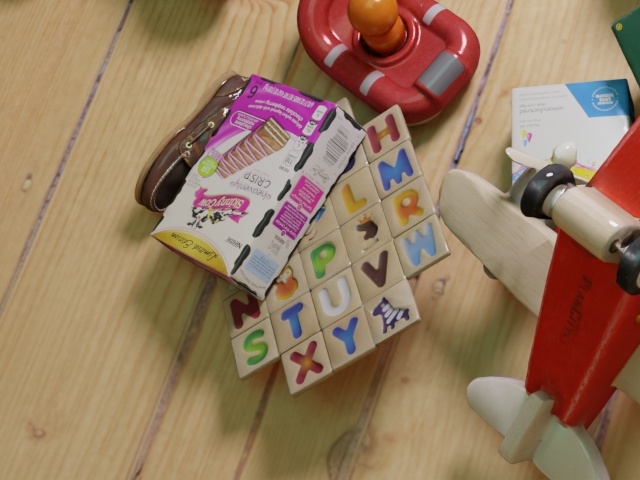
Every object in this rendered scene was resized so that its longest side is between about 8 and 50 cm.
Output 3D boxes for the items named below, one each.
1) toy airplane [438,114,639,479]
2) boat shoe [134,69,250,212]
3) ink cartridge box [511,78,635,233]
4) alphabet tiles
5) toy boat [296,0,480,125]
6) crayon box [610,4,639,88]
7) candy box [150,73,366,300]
[{"bbox_3d":[0.305,0.070,1.476,0.272,0.384,0.386,-24,94,-34],"label":"toy airplane"},{"bbox_3d":[-0.141,-0.115,1.803,0.073,0.073,0.207,33,82,26],"label":"boat shoe"},{"bbox_3d":[0.285,-0.057,1.654,0.134,0.078,0.231,-4,69,16],"label":"ink cartridge box"},{"bbox_3d":[0.000,0.000,1.681,0.285,0.011,0.342,-32,48,19],"label":"alphabet tiles"},{"bbox_3d":[0.071,-0.251,1.750,0.231,0.151,0.151,39,84,25],"label":"toy boat"},{"bbox_3d":[0.521,-0.172,1.497,0.363,0.106,0.313,-32,73,36],"label":"crayon box"},{"bbox_3d":[-0.074,-0.066,1.722,0.159,0.071,0.233,25,81,44],"label":"candy box"}]
